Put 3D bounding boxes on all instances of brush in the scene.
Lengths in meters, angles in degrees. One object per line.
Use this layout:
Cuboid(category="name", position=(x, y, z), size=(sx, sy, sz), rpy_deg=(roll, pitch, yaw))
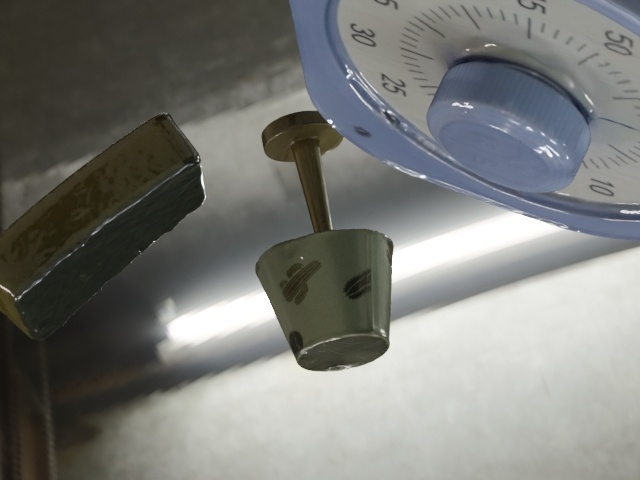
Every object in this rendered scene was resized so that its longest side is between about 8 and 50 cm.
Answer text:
Cuboid(category="brush", position=(-0.179, -0.009, 1.469), size=(0.197, 0.123, 0.059), rpy_deg=(-41, -105, -12))

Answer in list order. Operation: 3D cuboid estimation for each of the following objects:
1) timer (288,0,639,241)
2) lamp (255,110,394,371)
Cuboid(category="timer", position=(0.162, -0.125, 1.245), size=(0.395, 0.395, 0.173), rpy_deg=(14, -114, 31))
Cuboid(category="lamp", position=(0.000, 0.000, 1.574), size=(0.121, 0.121, 0.215), rpy_deg=(-16, -113, 8))
